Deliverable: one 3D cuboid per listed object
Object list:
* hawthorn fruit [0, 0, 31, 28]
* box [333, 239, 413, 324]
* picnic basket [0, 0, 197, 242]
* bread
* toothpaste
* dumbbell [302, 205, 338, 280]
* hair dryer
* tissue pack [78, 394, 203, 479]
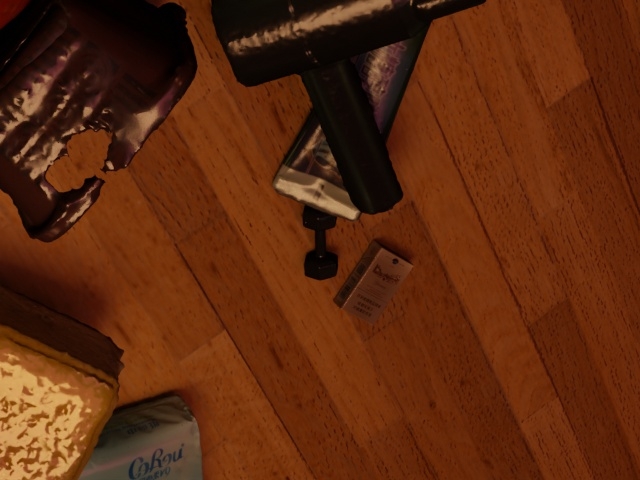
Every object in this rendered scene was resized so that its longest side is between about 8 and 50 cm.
[{"bbox_3d":[-0.327,-0.276,1.186,0.284,0.284,0.284,-12,119,-23],"label":"hawthorn fruit"},{"bbox_3d":[0.058,0.047,1.704,0.053,0.024,0.083,30,95,-36],"label":"box"},{"bbox_3d":[-0.223,-0.138,1.316,0.129,0.297,0.222,39,98,-19],"label":"picnic basket"},{"bbox_3d":[-0.388,0.180,1.407,0.333,0.143,0.323,28,95,-18],"label":"bread"},{"bbox_3d":[0.066,-0.208,1.559,0.099,0.061,0.392,22,103,-4],"label":"toothpaste"},{"bbox_3d":[0.000,0.000,1.641,0.040,0.036,0.083,-13,119,-21],"label":"dumbbell"},{"bbox_3d":[0.060,-0.158,1.487,0.244,0.116,0.302,-13,127,14],"label":"hair dryer"},{"bbox_3d":[-0.251,0.280,1.608,0.263,0.089,0.177,-15,118,-23],"label":"tissue pack"}]
